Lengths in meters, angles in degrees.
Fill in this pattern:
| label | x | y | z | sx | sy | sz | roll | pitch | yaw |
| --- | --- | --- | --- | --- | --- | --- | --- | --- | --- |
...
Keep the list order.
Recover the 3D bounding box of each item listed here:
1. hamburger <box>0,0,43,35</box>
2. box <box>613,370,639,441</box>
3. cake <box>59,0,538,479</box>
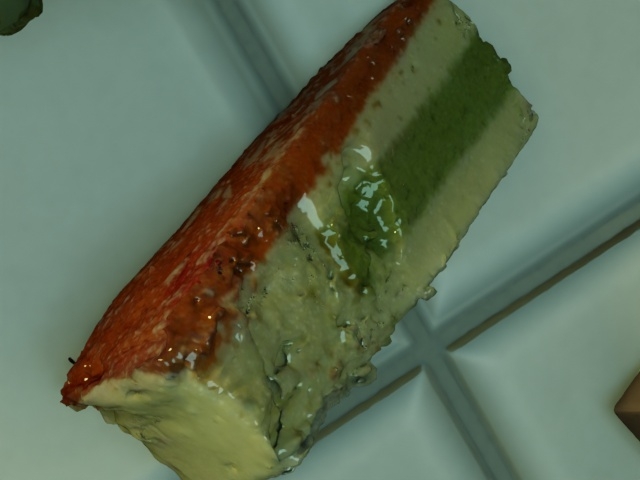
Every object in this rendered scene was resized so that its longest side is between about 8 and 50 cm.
| label | x | y | z | sx | sy | sz | roll | pitch | yaw |
| --- | --- | --- | --- | --- | --- | --- | --- | --- | --- |
| hamburger | -0.086 | -0.157 | 0.666 | 0.159 | 0.131 | 0.185 | 17 | 97 | -24 |
| box | 0.256 | 0.110 | 0.736 | 0.215 | 0.215 | 0.086 | 48 | 70 | -13 |
| cake | -0.013 | 0.007 | 0.742 | 0.086 | 0.117 | 0.220 | 46 | 51 | -17 |
